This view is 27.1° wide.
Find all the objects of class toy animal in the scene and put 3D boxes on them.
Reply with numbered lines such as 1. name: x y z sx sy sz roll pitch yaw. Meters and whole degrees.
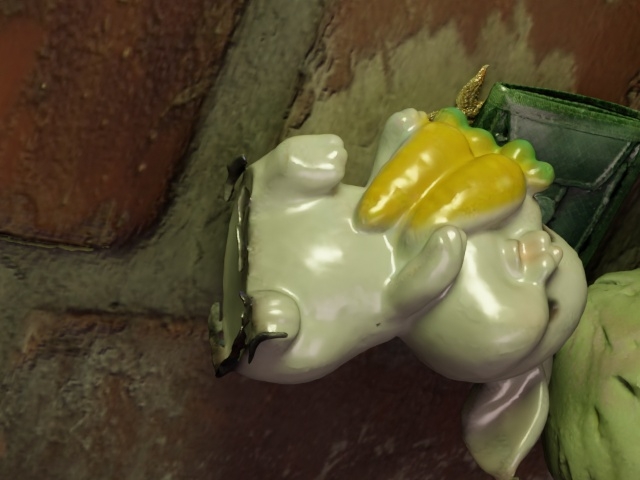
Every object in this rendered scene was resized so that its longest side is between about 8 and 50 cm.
1. toy animal: 0.074 0.042 1.012 0.310 0.182 0.247 8 129 -17

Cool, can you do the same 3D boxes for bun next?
1. bun: 0.274 0.129 1.136 0.179 0.283 0.283 22 113 -12

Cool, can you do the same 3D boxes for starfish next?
1. starfish: 0.114 -0.100 1.068 0.092 0.016 0.086 -10 123 -12

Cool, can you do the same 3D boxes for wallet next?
1. wallet: 0.167 -0.016 1.117 0.160 0.055 0.236 9 121 -23
